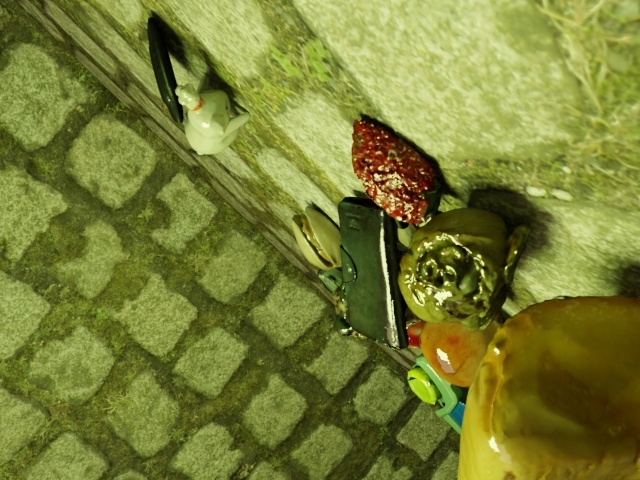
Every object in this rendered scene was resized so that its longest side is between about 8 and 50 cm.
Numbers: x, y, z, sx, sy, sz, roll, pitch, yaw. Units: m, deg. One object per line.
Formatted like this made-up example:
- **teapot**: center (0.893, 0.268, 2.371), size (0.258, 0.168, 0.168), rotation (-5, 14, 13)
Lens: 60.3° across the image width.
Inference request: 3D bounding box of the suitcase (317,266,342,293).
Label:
- **suitcase**: center (0.142, 0.170, 1.766), size (0.312, 0.128, 0.202), rotation (37, 170, 23)

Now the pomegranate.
- **pomegranate**: center (0.310, 0.216, 1.180), size (0.191, 0.191, 0.191), rotation (40, 170, 8)

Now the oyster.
- **oyster**: center (0.144, 0.138, 1.271), size (0.361, 0.096, 0.222), rotation (-1, 102, 50)

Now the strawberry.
- **strawberry**: center (0.114, -0.093, 0.853), size (0.192, 0.085, 0.140), rotation (50, 169, -35)

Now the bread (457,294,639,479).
- **bread**: center (0.365, 0.240, 0.716), size (0.360, 0.250, 0.395), rotation (-1, 130, 10)

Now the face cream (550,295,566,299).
- **face cream**: center (0.458, 0.204, 0.865), size (0.283, 0.073, 0.073), rotation (41, 170, -2)

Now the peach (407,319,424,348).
- **peach**: center (0.193, 0.183, 1.408), size (0.267, 0.159, 0.154), rotation (26, 162, -6)

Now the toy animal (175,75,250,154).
- **toy animal**: center (-0.243, -0.289, 1.247), size (0.140, 0.138, 0.282), rotation (34, 164, -5)

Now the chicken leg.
- **chicken leg**: center (0.243, 0.069, 0.894), size (0.153, 0.201, 0.429), rotation (53, -175, 28)

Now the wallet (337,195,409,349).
- **wallet**: center (0.105, 0.067, 1.175), size (0.172, 0.045, 0.318), rotation (16, 119, 50)

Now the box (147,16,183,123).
- **box**: center (-0.351, -0.379, 1.239), size (0.201, 0.042, 0.213), rotation (136, 119, -81)

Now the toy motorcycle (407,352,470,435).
- **toy motorcycle**: center (0.381, 0.365, 1.295), size (0.326, 0.191, 0.200), rotation (50, 153, 17)

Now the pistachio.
- **pistachio**: center (0.000, 0.000, 1.589), size (0.223, 0.126, 0.152), rotation (48, -156, -33)

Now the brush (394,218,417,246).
- **brush**: center (0.130, -0.075, 1.003), size (0.039, 0.042, 0.299), rotation (13, 154, 32)
